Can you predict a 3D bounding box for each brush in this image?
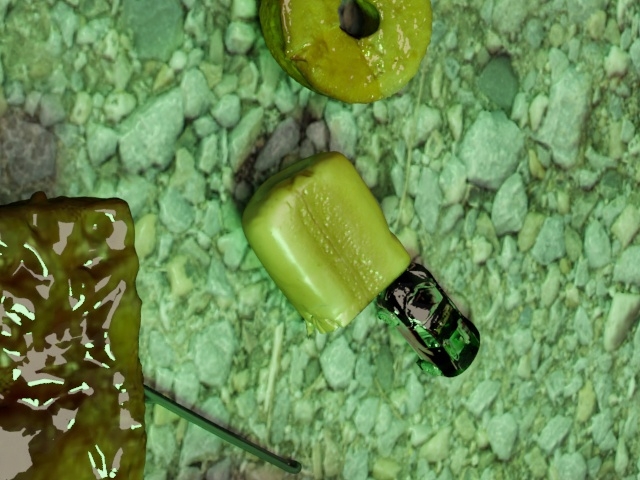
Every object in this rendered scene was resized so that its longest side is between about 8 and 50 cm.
[{"bbox_3d":[-0.118,0.182,1.788,0.266,0.062,0.027,31,93,-35],"label":"brush"}]

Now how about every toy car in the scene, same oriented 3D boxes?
[{"bbox_3d":[0.116,0.083,1.923,0.142,0.055,0.069,49,66,-28],"label":"toy car"}]

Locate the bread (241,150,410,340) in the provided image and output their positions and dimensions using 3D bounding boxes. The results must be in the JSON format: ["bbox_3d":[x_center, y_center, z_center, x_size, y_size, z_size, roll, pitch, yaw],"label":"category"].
[{"bbox_3d":[0.000,-0.001,1.822,0.134,0.085,0.173,-41,116,-19],"label":"bread"}]

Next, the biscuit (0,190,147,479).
[{"bbox_3d":[-0.322,0.156,1.583,0.342,0.166,0.395,-6,99,-34],"label":"biscuit"}]

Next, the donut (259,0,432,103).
[{"bbox_3d":[0.019,-0.224,1.822,0.190,0.074,0.174,12,87,-37],"label":"donut"}]
